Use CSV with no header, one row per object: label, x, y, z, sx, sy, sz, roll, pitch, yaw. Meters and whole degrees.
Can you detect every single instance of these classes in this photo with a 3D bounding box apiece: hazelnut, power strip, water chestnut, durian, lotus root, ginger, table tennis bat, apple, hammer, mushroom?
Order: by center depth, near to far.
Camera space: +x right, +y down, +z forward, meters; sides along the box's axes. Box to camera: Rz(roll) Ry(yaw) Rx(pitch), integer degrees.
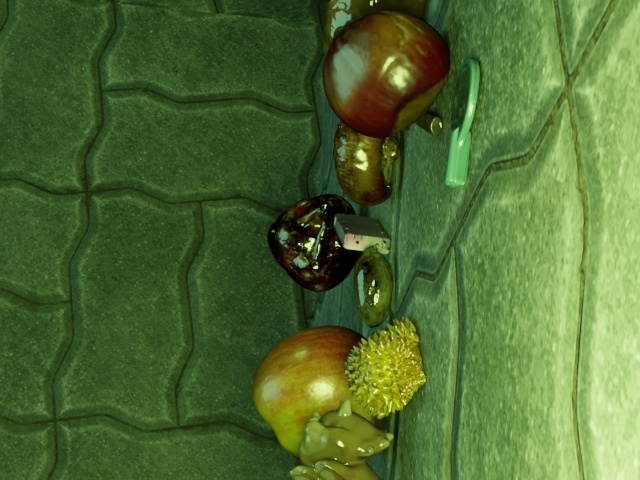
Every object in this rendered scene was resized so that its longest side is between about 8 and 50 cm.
table tennis bat,0.218,-0.179,1.389,0.124,0.033,0.201,124,155,-83
hazelnut,0.108,-0.298,1.601,0.229,0.229,0.230,-176,90,-85
durian,0.112,0.237,1.696,0.250,0.137,0.183,91,174,-73
hammer,0.188,-0.248,1.767,0.365,0.043,0.111,-111,28,-74
apple,-0.008,0.320,1.902,0.301,0.301,0.302,-176,90,-85
ginger,0.107,-0.449,1.906,0.269,0.200,0.223,123,153,-80
lotus root,0.114,0.100,1.979,0.080,0.089,0.179,18,-113,-51
mushroom,0.106,-0.206,2.052,0.253,0.153,0.253,6,-90,-85
power strip,0.096,-0.019,2.167,0.279,0.109,0.038,-109,26,-77
water chestnut,0.000,0.000,2.545,0.244,0.289,0.289,-12,70,49

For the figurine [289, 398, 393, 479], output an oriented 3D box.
figurine,0.068,0.420,1.694,0.173,0.247,0.177,-53,-4,-45
